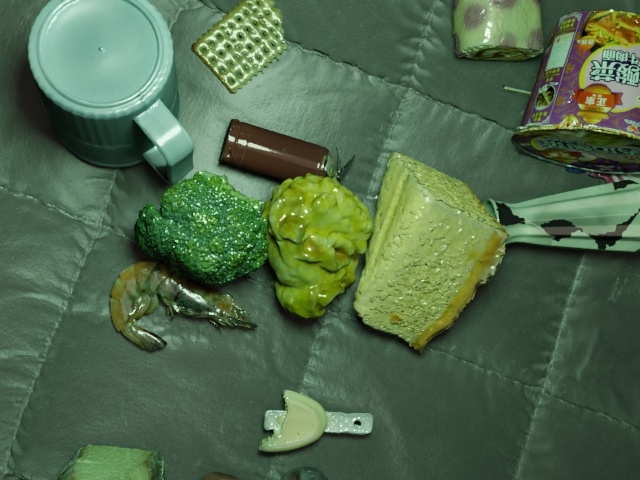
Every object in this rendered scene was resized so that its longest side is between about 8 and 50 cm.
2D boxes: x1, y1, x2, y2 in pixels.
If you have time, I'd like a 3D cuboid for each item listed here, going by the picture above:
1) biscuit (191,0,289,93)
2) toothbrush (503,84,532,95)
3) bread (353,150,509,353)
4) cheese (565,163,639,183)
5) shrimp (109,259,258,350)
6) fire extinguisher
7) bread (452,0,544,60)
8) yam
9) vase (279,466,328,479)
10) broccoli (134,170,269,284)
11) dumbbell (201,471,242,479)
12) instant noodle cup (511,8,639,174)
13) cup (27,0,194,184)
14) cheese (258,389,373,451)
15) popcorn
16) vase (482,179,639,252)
[{"bbox_3d":[-0.151,-0.413,1.860,0.203,0.016,0.144,-42,96,-10],"label":"biscuit"},{"bbox_3d":[0.542,-0.310,2.005,0.294,0.026,0.028,14,86,-11],"label":"toothbrush"},{"bbox_3d":[0.201,0.011,1.875,0.248,0.279,0.315,23,121,-27],"label":"bread"},{"bbox_3d":[0.671,-0.175,2.010,0.244,0.062,0.155,9,88,-1],"label":"cheese"},{"bbox_3d":[-0.278,0.154,1.795,0.296,0.058,0.169,25,89,-6],"label":"shrimp"},{"bbox_3d":[-0.064,-0.171,1.830,0.268,0.105,0.105,15,85,-11],"label":"fire extinguisher"},{"bbox_3d":[0.373,-0.560,1.911,0.187,0.155,0.339,-3,88,-17],"label":"bread"},{"bbox_3d":[-0.395,0.501,1.646,0.202,0.271,0.202,7,88,-6],"label":"yam"},{"bbox_3d":[-0.007,0.540,1.816,0.120,0.120,0.183,-48,116,-10],"label":"vase"},{"bbox_3d":[-0.222,-0.029,1.722,0.261,0.242,0.269,10,130,0],"label":"broccoli"},{"bbox_3d":[-0.217,0.577,1.774,0.082,0.092,0.231,13,85,18],"label":"dumbbell"},{"bbox_3d":[0.580,-0.305,1.846,0.339,0.340,0.266,13,85,-12],"label":"instant noodle cup"},{"bbox_3d":[-0.380,-0.262,1.633,0.256,0.311,0.331,-10,82,-10],"label":"cup"},{"bbox_3d":[-0.007,0.375,1.844,0.235,0.050,0.127,6,86,-11],"label":"cheese"},{"bbox_3d":[0.000,0.000,1.787,0.225,0.173,0.286,-24,119,-24],"label":"popcorn"},{"bbox_3d":[0.533,-0.045,1.932,0.360,0.165,0.165,-3,88,-8],"label":"vase"}]
